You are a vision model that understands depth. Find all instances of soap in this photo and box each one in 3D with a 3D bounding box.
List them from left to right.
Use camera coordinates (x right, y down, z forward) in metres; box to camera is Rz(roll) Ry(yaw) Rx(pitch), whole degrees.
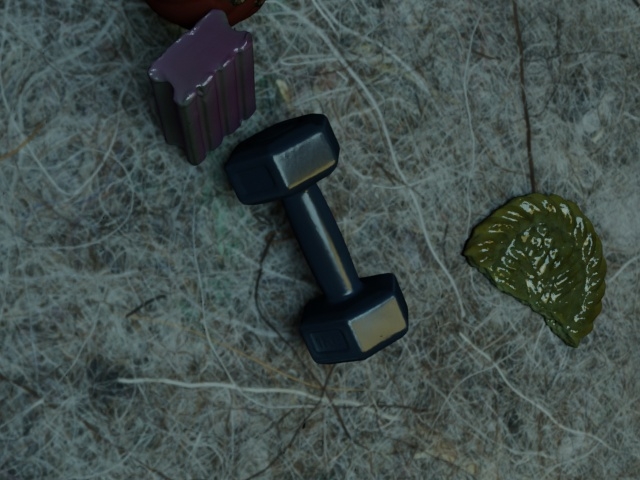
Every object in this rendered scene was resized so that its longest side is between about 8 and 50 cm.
[{"bbox_3d":[-0.139,-0.181,1.357,0.065,0.203,0.122,42,75,11],"label":"soap"}]

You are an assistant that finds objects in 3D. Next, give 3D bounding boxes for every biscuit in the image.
[{"bbox_3d":[0.351,0.026,1.708,0.273,0.036,0.187,34,79,-25],"label":"biscuit"}]

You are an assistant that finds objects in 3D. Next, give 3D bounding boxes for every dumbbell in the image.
[{"bbox_3d":[0.000,0.000,1.473,0.144,0.160,0.325,-23,105,9],"label":"dumbbell"}]

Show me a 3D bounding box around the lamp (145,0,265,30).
[{"bbox_3d":[-0.140,-0.364,1.342,0.227,0.227,0.227,-2,95,-26],"label":"lamp"}]
